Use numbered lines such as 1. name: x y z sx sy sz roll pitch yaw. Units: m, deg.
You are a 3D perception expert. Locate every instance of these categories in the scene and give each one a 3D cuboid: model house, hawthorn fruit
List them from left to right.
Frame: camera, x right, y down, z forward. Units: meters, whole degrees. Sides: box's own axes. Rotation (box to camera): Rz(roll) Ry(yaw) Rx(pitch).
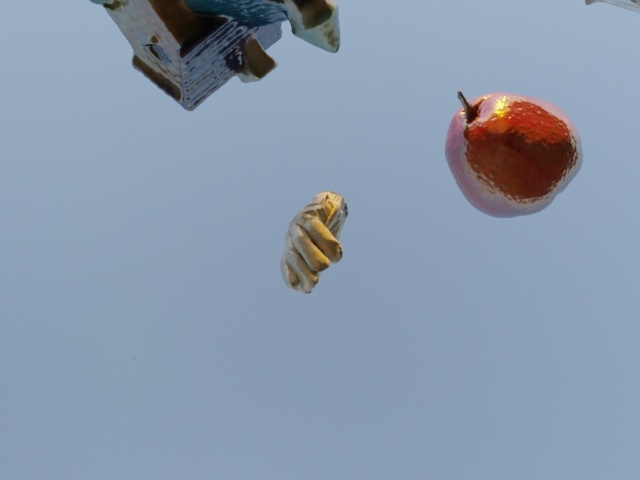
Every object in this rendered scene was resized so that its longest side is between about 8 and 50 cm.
1. model house: -0.137 -0.325 1.113 0.245 0.312 0.280 -46 -60 -26
2. hawthorn fruit: 0.268 -0.143 1.246 0.225 0.197 0.196 40 -105 -25

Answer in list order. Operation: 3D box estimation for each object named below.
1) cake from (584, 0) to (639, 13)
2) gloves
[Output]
1. cake: 0.282 -0.196 0.357 0.290 0.282 0.255 13 -73 -5
2. gloves: -0.002 0.000 0.487 0.037 0.044 0.081 1 -143 9
